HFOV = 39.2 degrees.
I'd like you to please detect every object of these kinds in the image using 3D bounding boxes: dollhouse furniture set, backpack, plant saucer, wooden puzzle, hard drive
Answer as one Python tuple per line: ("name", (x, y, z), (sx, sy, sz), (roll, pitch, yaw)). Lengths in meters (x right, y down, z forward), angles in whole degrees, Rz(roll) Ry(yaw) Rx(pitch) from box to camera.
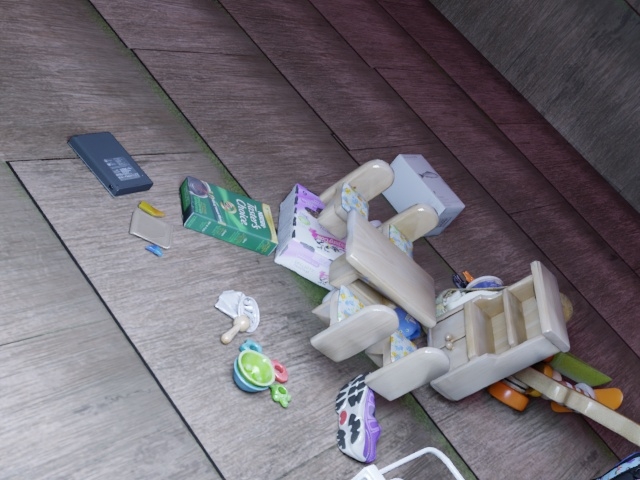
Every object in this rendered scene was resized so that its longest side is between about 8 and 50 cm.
("dollhouse furniture set", (0.207, 0.080, 1.558), (0.394, 0.256, 0.362), (40, 33, -28))
("backpack", (0.581, 0.487, 1.670), (0.117, 0.173, 0.158), (35, 29, -8))
("plant saucer", (0.513, 0.256, 1.969), (0.188, 0.045, 0.188), (27, 4, -34))
("wooden puzzle", (-0.288, -0.019, 1.530), (0.078, 0.014, 0.116), (27, 32, -14))
("hard drive", (-0.369, -0.137, 1.586), (0.135, 0.022, 0.094), (48, 31, 14))

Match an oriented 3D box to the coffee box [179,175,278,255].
("coffee box", (-0.170, -0.046, 1.671), (0.184, 0.040, 0.113), (21, 34, -30))

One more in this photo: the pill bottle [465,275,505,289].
("pill bottle", (0.377, 0.165, 1.954), (0.094, 0.094, 0.169), (23, 33, -27))

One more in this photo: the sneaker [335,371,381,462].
("sneaker", (0.067, 0.293, 1.479), (0.071, 0.068, 0.170), (42, 34, -27))

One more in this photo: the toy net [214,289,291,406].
("toy net", (-0.105, 0.160, 1.462), (0.122, 0.045, 0.232), (19, 35, -32))

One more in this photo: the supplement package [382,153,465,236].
("supplement package", (0.238, -0.109, 2.158), (0.105, 0.105, 0.179), (-8, 54, -52))

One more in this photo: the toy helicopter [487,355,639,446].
("toy helicopter", (0.521, 0.326, 1.771), (0.355, 0.140, 0.235), (29, 0, 40))

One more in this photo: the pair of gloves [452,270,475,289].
("pair of gloves", (0.340, 0.105, 2.081), (0.083, 0.010, 0.074), (-10, 57, -50))

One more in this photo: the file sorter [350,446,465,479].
("file sorter", (0.069, 0.412, 1.091), (0.173, 0.277, 0.193), (-2, 50, -56))

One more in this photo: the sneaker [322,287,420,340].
("sneaker", (0.112, 0.142, 1.689), (0.240, 0.091, 0.126), (5, 45, -47))

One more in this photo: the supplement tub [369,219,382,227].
("supplement tub", (0.127, 0.018, 1.893), (0.071, 0.071, 0.107), (3, 46, -47))

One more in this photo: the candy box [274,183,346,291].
("candy box", (0.000, 0.000, 1.772), (0.165, 0.070, 0.196), (29, 31, -19))

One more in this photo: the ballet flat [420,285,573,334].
("ballet flat", (0.376, 0.137, 1.835), (0.349, 0.123, 0.123), (-5, 46, -15))
